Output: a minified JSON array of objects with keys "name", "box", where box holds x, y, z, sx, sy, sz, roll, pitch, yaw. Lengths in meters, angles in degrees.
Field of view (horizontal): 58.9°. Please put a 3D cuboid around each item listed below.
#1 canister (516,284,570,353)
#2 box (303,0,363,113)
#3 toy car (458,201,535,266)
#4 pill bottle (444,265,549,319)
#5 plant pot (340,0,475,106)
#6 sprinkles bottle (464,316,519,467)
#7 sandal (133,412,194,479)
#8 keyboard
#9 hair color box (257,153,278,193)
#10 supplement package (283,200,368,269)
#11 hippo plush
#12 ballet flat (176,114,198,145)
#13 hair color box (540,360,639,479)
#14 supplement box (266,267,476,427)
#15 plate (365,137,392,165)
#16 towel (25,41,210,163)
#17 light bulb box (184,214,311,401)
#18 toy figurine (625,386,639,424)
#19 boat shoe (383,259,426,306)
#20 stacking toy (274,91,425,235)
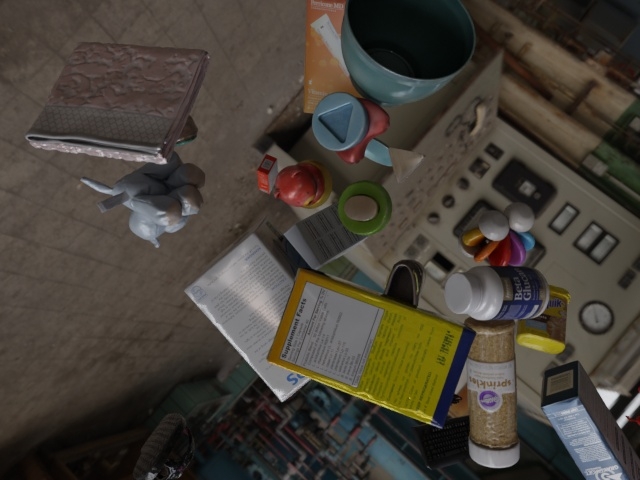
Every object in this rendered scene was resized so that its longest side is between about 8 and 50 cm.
[{"name":"canister","box":[0.585,0.202,1.495,0.073,0.126,0.170,92,15,-53]},{"name":"box","box":[0.079,-0.548,1.664,0.168,0.215,0.345,-61,159,-51]},{"name":"toy car","box":[0.437,0.002,1.366,0.182,0.136,0.159,-17,160,-21]},{"name":"pill bottle","box":[0.302,0.091,0.981,0.169,0.094,0.094,2,138,-27]},{"name":"plant pot","box":[0.172,-0.426,1.285,0.293,0.293,0.196,-44,174,-25]},{"name":"sprinkles bottle","box":[0.417,0.362,1.384,0.121,0.121,0.355,-21,108,-65]},{"name":"sandal","box":[-0.389,0.539,1.481,0.167,0.107,0.446,-53,-175,-16]},{"name":"keyboard","box":[0.373,0.535,1.638,0.317,0.201,0.033,7,141,-43]},{"name":"hair color box","box":[-0.175,-0.220,1.892,0.141,0.043,0.072,97,18,-68]},{"name":"supplement package","box":[0.000,0.000,1.789,0.203,0.149,0.194,-29,175,-31]},{"name":"hippo plush","box":[-0.450,-0.076,1.566,0.294,0.234,0.236,-28,151,-26]},{"name":"ballet flat","box":[-0.421,-0.344,1.634,0.108,0.106,0.316,-24,-158,-10]},{"name":"hair color box","box":[0.708,0.509,1.472,0.105,0.347,0.174,-30,-174,31]},{"name":"supplement box","box":[0.101,0.203,1.150,0.195,0.357,0.194,29,81,-83]},{"name":"plate","box":[0.191,-0.320,1.971,0.024,0.188,0.188,-61,169,-9]},{"name":"towel","box":[-0.446,-0.322,1.265,0.053,0.332,0.317,82,18,-59]},{"name":"light bulb box","box":[-0.123,0.156,1.484,0.225,0.361,0.358,-39,-172,6]},{"name":"toy figurine","box":[0.931,0.332,1.382,0.217,0.191,0.362,-22,128,-31]},{"name":"boat shoe","box":[0.202,0.209,1.490,0.097,0.117,0.324,6,96,-65]},{"name":"stacking toy","box":[0.055,-0.164,1.292,0.309,0.279,0.130,-59,161,18]}]
